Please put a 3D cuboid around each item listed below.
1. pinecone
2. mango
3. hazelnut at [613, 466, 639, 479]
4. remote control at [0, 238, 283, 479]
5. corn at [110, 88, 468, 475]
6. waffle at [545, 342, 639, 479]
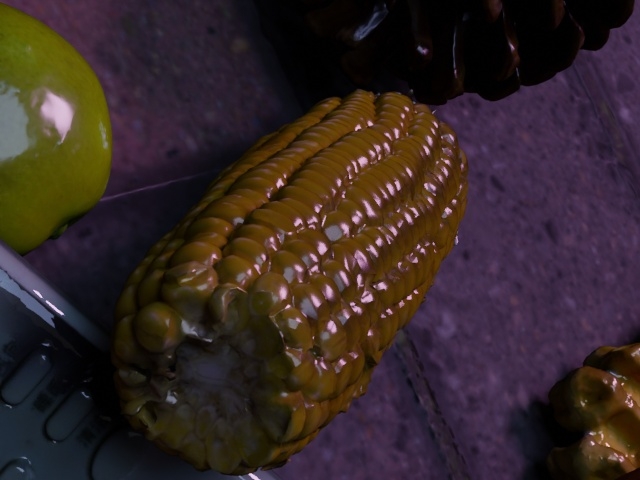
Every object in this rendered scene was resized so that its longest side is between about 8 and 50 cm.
[{"bbox_3d":[0.071,-0.165,0.701,0.207,0.207,0.208,15,62,-30],"label":"pinecone"},{"bbox_3d":[-0.169,-0.049,0.550,0.163,0.089,0.117,12,71,-19],"label":"mango"},{"bbox_3d":[0.224,0.255,0.539,0.365,0.366,0.366,15,62,-30],"label":"hazelnut"},{"bbox_3d":[-0.146,0.070,0.493,0.296,0.056,0.140,43,87,-14],"label":"remote control"},{"bbox_3d":[0.000,0.000,0.571,0.115,0.115,0.318,54,21,-4],"label":"corn"},{"bbox_3d":[0.225,0.131,0.768,0.219,0.057,0.229,43,50,-13],"label":"waffle"}]
